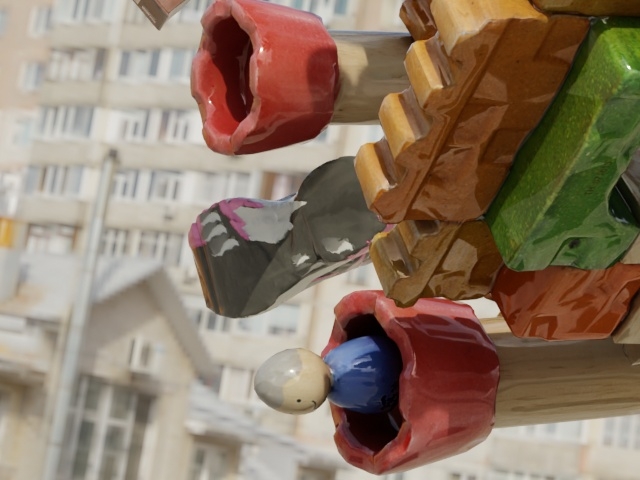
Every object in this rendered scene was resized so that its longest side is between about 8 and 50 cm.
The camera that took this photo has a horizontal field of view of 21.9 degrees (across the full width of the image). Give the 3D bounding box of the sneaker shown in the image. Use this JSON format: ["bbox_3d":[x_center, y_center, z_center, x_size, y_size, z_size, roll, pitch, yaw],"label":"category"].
[{"bbox_3d":[0.000,0.000,0.954,0.077,0.072,0.178,-6,-7,-45],"label":"sneaker"}]

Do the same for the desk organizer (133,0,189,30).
[{"bbox_3d":[-0.143,-0.228,1.250,0.130,0.050,0.047,49,-14,-4],"label":"desk organizer"}]

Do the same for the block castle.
[{"bbox_3d":[0.086,-0.132,0.712,0.213,0.303,0.453,-2,-41,-28],"label":"block castle"}]
